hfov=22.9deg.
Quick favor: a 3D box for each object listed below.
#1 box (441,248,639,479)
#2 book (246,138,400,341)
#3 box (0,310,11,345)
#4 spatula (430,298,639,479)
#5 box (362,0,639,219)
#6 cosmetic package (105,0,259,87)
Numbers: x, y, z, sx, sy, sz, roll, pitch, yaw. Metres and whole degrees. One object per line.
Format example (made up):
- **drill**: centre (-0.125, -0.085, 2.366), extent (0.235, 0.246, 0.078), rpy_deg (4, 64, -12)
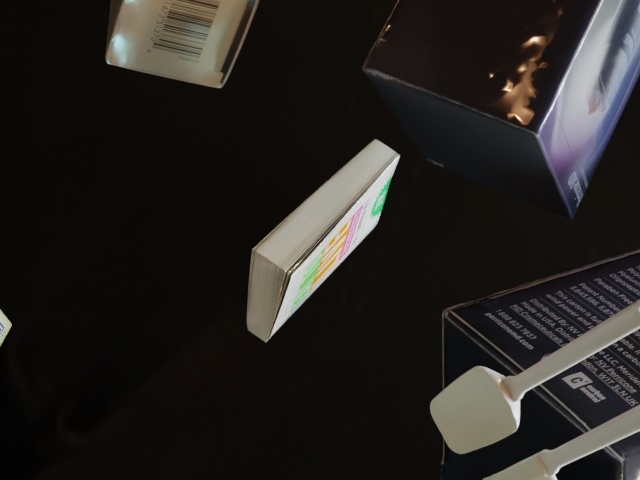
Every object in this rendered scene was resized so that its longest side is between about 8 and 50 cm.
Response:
- **box**: centre (0.392, 0.263, 1.573), extent (0.471, 0.297, 0.480), rpy_deg (-17, 122, -23)
- **book**: centre (0.000, 0.000, 1.171), extent (0.035, 0.144, 0.096), rpy_deg (34, 145, 14)
- **box**: centre (-0.408, 0.039, 1.329), extent (0.213, 0.243, 0.117), rpy_deg (21, 69, 16)
- **spatula**: centre (0.186, 0.141, 1.117), extent (0.242, 0.019, 0.168), rpy_deg (-40, 77, 48)
- **box**: centre (0.206, -0.210, 1.475), extent (0.182, 0.296, 0.294), rpy_deg (25, 85, 19)
- **cosmetic package**: centre (-0.138, -0.316, 1.639), extent (0.129, 0.296, 0.153), rpy_deg (12, 136, -15)
